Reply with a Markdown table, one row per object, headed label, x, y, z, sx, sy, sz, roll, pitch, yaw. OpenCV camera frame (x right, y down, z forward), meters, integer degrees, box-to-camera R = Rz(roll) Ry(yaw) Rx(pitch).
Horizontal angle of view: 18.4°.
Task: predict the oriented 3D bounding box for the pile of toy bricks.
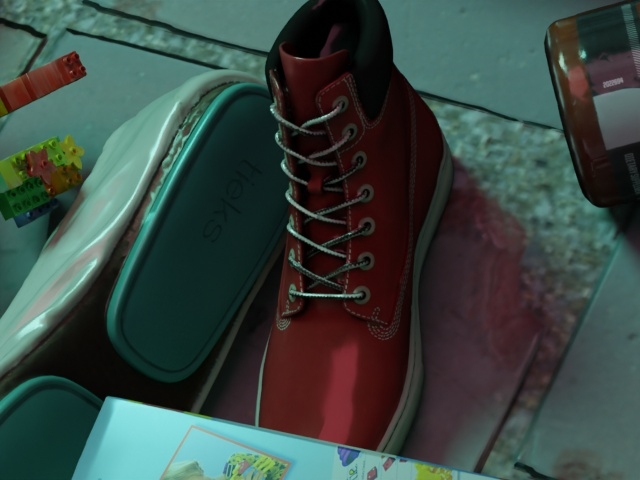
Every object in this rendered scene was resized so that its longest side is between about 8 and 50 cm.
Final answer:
| label | x | y | z | sx | sy | sz | roll | pitch | yaw |
| --- | --- | --- | --- | --- | --- | --- | --- | --- | --- |
| pile of toy bricks | -0.180 | -0.031 | 1.071 | 0.105 | 0.118 | 0.212 | -21 | 9 | 36 |

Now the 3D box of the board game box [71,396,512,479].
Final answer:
| label | x | y | z | sx | sy | sz | roll | pitch | yaw |
| --- | --- | --- | --- | --- | --- | --- | --- | --- | --- |
| board game box | 0.020 | 0.186 | 0.894 | 0.275 | 0.142 | 0.144 | 10 | 63 | 24 |

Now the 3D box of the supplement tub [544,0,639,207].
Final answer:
| label | x | y | z | sx | sy | sz | roll | pitch | yaw |
| --- | --- | --- | --- | --- | --- | --- | --- | --- | --- |
| supplement tub | 0.222 | -0.088 | 1.018 | 0.198 | 0.106 | 0.106 | -15 | 55 | 11 |

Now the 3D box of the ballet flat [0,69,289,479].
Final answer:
| label | x | y | z | sx | sy | sz | roll | pitch | yaw |
| --- | --- | --- | --- | --- | --- | --- | --- | --- | --- |
| ballet flat | -0.135 | 0.080 | 1.043 | 0.139 | 0.139 | 0.400 | 15 | 62 | 27 |

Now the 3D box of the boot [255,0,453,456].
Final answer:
| label | x | y | z | sx | sy | sz | roll | pitch | yaw |
| --- | --- | --- | --- | --- | --- | --- | --- | --- | --- |
| boot | 0.000 | 0.000 | 0.999 | 0.088 | 0.176 | 0.244 | 2 | 61 | 19 |
